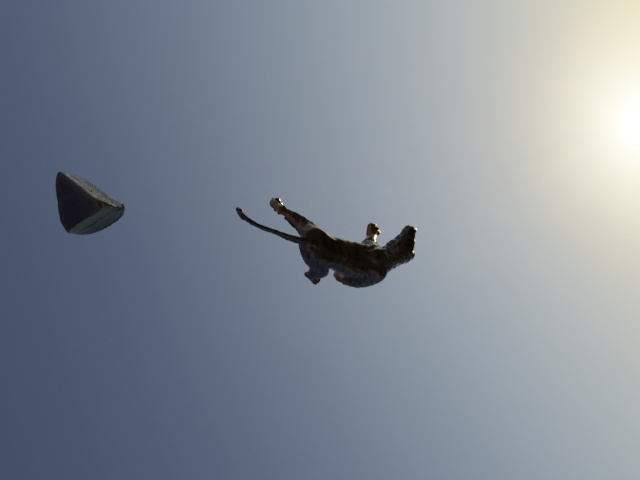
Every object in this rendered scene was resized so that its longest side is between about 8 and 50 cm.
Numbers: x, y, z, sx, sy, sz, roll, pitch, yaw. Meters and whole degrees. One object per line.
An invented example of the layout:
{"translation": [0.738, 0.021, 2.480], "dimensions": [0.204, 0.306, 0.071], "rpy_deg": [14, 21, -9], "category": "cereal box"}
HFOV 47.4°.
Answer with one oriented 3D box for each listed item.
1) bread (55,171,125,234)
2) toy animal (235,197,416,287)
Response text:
{"translation": [-0.272, -0.034, 0.842], "dimensions": [0.043, 0.109, 0.062], "rpy_deg": [10, -77, -53], "category": "bread"}
{"translation": [-0.001, 0.008, 1.033], "dimensions": [0.255, 0.116, 0.114], "rpy_deg": [13, -91, -17], "category": "toy animal"}
